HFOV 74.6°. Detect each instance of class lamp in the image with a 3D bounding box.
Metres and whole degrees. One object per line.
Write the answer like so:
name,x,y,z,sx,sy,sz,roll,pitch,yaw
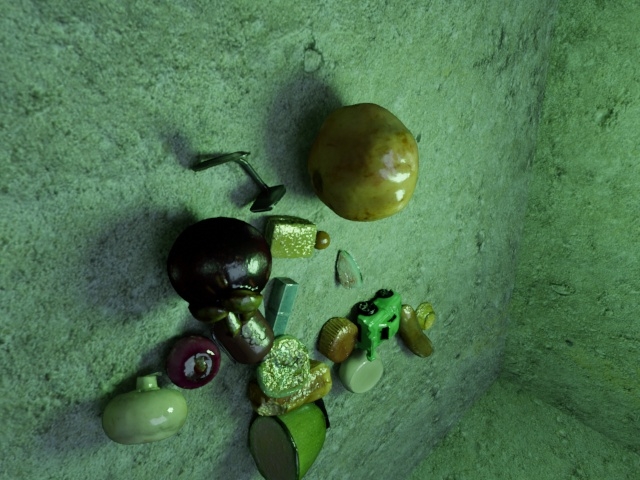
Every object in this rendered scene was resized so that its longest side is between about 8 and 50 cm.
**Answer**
lamp,-0.205,-0.194,1.261,0.283,0.203,0.125,38,62,-42
lamp,-0.261,0.318,1.430,0.180,0.180,0.258,-40,112,-24

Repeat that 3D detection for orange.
orange,0.000,0.000,1.631,0.084,0.085,0.085,-20,121,-37

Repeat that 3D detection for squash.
squash,-0.089,0.821,1.757,0.308,0.310,0.311,-5,112,-46

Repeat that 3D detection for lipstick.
lipstick,-0.162,0.286,1.600,0.077,0.076,0.290,6,104,-44

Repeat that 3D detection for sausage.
sausage,0.501,0.504,2.298,0.136,0.123,0.501,-23,132,13

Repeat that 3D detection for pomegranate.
pomegranate,0.162,-0.258,1.443,0.411,0.411,0.412,-20,121,-37

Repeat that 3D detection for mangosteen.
mangosteen,-0.281,0.104,1.214,0.306,0.306,0.347,8,62,-45

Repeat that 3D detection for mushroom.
mushroom,-0.526,0.506,1.277,0.246,0.246,0.203,23,50,-47

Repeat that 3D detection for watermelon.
watermelon,0.115,0.121,1.803,0.094,0.081,0.180,-14,103,-21

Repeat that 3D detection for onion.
onion,-0.409,0.395,1.362,0.177,0.153,0.177,-31,140,-30

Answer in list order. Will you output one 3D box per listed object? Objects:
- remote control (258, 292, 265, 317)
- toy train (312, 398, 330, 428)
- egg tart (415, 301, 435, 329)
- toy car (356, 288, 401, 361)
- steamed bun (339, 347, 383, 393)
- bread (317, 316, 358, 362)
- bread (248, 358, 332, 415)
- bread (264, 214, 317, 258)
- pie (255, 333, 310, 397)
remote control,-0.246,0.222,1.517,0.073,0.044,0.229,-17,128,-20
toy train,-0.007,0.806,2.012,0.055,0.048,0.252,-27,120,-27
egg tart,0.603,0.450,2.418,0.191,0.074,0.192,-23,125,-37
toy car,0.283,0.391,1.996,0.358,0.176,0.214,-27,126,-39
steamed bun,0.185,0.613,2.033,0.231,0.145,0.232,-15,121,-28
bread,0.085,0.449,1.893,0.199,0.104,0.199,-20,122,-36
bread,-0.118,0.599,1.706,0.343,0.195,0.149,-9,95,-41
bread,-0.113,-0.014,1.493,0.196,0.102,0.138,-2,107,-40
pie,-0.135,0.468,1.557,0.240,0.054,0.241,10,74,-37
